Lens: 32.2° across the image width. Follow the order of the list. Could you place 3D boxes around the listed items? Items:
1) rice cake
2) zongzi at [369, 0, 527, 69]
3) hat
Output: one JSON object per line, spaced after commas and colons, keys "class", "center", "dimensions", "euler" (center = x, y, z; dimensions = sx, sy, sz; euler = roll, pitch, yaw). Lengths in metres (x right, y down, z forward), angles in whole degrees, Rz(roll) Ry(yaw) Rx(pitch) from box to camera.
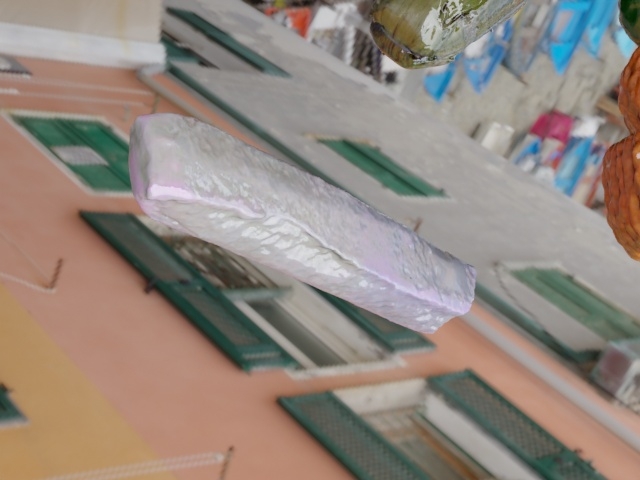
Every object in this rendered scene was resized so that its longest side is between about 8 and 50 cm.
{"class": "rice cake", "center": [-0.001, 0.000, 0.879], "dimensions": [0.064, 0.070, 0.399], "euler": [-24, 148, 32]}
{"class": "zongzi", "center": [0.204, -0.344, 1.629], "dimensions": [0.323, 0.160, 0.360], "euler": [-47, 168, -9]}
{"class": "hat", "center": [0.491, -0.170, 1.357], "dimensions": [0.285, 0.285, 0.401], "euler": [14, 78, -50]}
